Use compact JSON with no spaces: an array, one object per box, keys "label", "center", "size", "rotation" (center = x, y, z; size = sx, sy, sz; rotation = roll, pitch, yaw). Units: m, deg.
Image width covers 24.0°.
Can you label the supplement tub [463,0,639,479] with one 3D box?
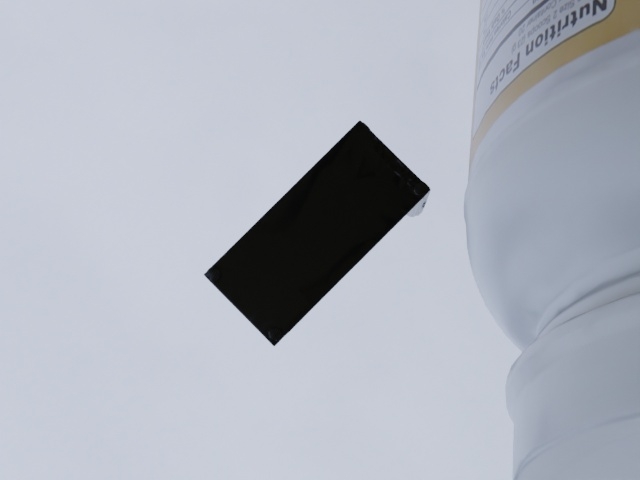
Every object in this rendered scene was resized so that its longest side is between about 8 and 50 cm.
[{"label":"supplement tub","center":[0.162,-0.069,0.462],"size":[0.228,0.228,0.316],"rotation":[29,-123,-41]}]

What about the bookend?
[{"label":"bookend","center":[0.000,0.000,1.126],"size":[0.072,0.157,0.156],"rotation":[45,177,4]}]
